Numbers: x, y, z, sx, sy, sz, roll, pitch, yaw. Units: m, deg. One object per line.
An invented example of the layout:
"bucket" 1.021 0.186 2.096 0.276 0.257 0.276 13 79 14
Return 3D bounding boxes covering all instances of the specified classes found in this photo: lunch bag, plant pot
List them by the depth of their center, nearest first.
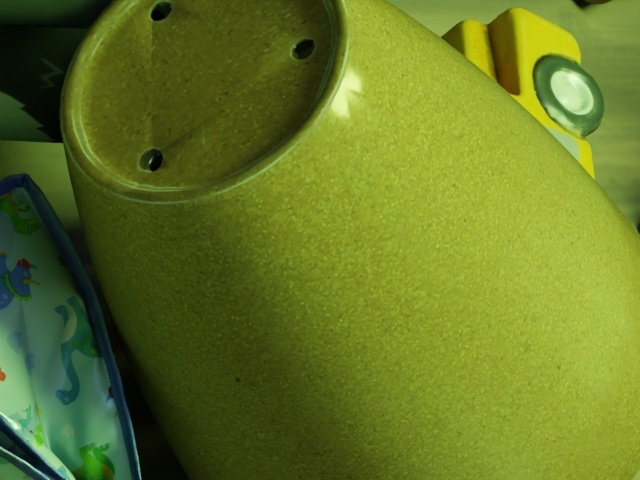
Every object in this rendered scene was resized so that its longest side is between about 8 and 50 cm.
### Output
"lunch bag" -0.141 0.072 0.807 0.096 0.129 0.151 -26 82 -40
"plant pot" 0.000 0.000 0.818 0.254 0.237 0.237 52 30 -52

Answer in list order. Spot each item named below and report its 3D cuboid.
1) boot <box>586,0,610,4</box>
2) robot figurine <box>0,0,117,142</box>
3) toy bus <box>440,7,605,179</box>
"boot" 0.178 -0.260 1.321 0.152 0.073 0.197 -37 100 -44
"robot figurine" -0.162 -0.126 0.862 0.278 0.209 0.173 1 63 -26
"toy bus" 0.074 0.028 1.022 0.130 0.108 0.332 18 53 -27
